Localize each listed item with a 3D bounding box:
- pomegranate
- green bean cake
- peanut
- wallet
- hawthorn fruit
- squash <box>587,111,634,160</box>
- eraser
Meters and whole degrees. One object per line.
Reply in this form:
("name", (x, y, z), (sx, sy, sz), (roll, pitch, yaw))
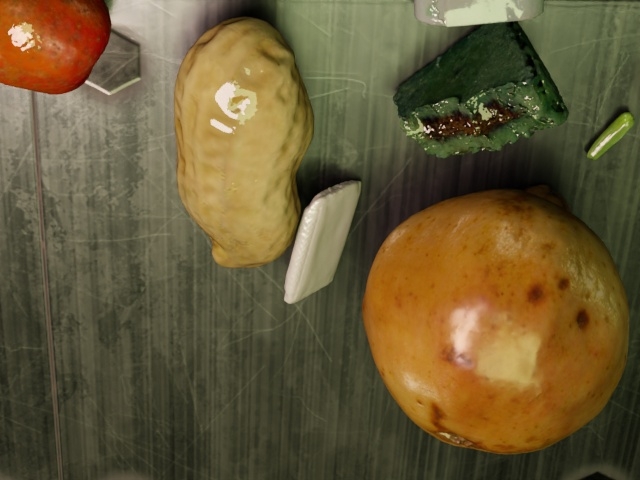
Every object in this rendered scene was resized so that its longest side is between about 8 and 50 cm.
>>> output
("pomegranate", (0.254, 0.089, 1.859), (0.410, 0.410, 0.410), (-2, 122, -4))
("green bean cake", (0.209, -0.179, 1.773), (0.208, 0.193, 0.107), (-32, 125, 16))
("peanut", (-0.101, -0.122, 1.793), (0.169, 0.192, 0.387), (30, 135, 29))
("wallet", (0.000, 0.000, 1.920), (0.032, 0.124, 0.183), (30, 122, 25))
("hawthorn fruit", (-0.353, -0.268, 1.678), (0.189, 0.189, 0.189), (-2, 122, -4))
("squash", (0.412, -0.148, 1.906), (0.027, 0.027, 0.089), (32, 120, -22))
("eraser", (0.201, -0.394, 1.700), (0.174, 0.081, 0.227), (-3, 123, 1))
